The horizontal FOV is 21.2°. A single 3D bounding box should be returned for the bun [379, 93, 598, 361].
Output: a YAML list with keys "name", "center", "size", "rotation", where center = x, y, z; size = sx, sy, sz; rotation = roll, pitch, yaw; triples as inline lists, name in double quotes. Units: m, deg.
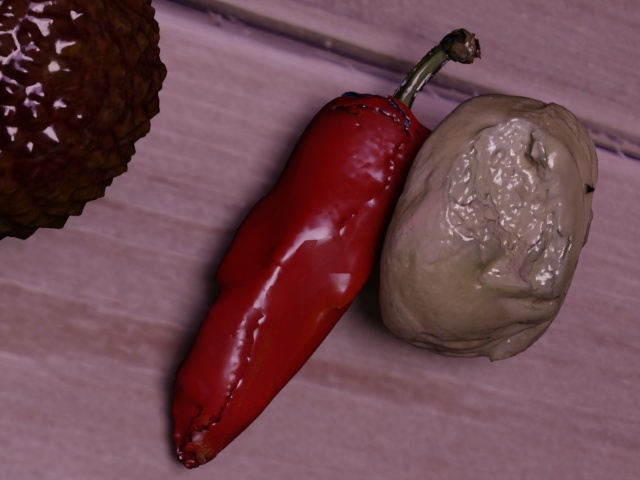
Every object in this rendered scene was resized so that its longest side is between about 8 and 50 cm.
- name: "bun"
  center: [0.138, -0.003, 1.274]
  size: [0.237, 0.116, 0.209]
  rotation: [-1, 110, -63]

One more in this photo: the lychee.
- name: "lychee"
  center: [-0.215, -0.112, 1.109]
  size: [0.271, 0.236, 0.235]
  rotation: [-3, 83, -53]

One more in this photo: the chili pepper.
- name: "chili pepper"
  center: [0.000, 0.000, 1.268]
  size: [0.110, 0.110, 0.387]
  rotation: [38, 71, -17]
